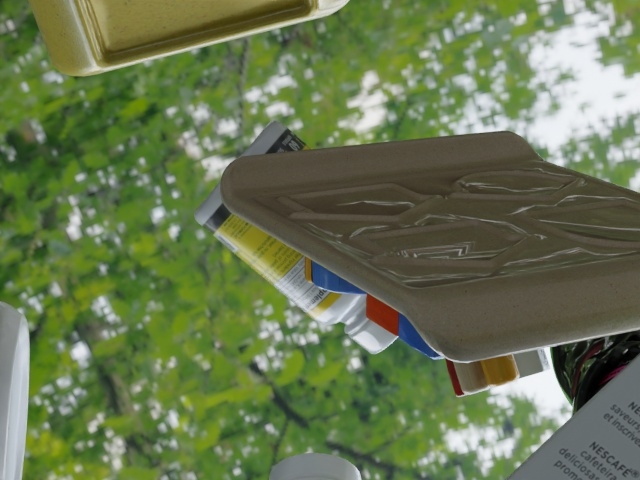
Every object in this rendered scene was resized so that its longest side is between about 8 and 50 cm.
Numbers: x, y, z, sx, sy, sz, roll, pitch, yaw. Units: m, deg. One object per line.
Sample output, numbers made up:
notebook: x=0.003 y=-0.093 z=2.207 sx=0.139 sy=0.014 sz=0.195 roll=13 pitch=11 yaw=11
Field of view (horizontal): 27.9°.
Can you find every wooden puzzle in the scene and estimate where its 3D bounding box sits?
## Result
wooden puzzle: x=0.130 y=0.006 z=1.008 sx=0.322 sy=0.080 sz=0.348 roll=-8 pitch=-156 yaw=-27

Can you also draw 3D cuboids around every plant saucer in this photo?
plant saucer: x=-0.136 y=-0.302 z=1.235 sx=0.333 sy=0.333 sz=0.081 roll=-15 pitch=-133 yaw=-3

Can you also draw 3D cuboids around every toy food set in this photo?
toy food set: x=0.217 y=0.133 z=1.646 sx=0.111 sy=0.104 sz=0.232 roll=-20 pitch=172 yaw=22

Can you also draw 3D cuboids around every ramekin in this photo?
ramekin: x=-0.344 y=0.172 z=1.192 sx=0.127 sy=0.273 sz=0.273 roll=4 pitch=-149 yaw=-7

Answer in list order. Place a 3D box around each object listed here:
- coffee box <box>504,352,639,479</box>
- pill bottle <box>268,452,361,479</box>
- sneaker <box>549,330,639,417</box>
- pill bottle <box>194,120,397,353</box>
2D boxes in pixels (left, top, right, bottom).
coffee box: x=0.188 y=0.319 z=0.661 sx=0.334 sy=0.337 sz=0.338 roll=-38 pitch=-119 yaw=-22
pill bottle: x=-0.007 y=0.383 z=1.449 sx=0.152 sy=0.152 sz=0.272 roll=-10 pitch=-134 yaw=13
sneaker: x=0.319 y=0.159 z=1.232 sx=0.185 sy=0.202 sz=0.483 roll=5 pitch=-132 yaw=1
pill bottle: x=0.000 y=0.000 z=1.163 sx=0.119 sy=0.208 sz=0.119 roll=-50 pitch=-175 yaw=6
